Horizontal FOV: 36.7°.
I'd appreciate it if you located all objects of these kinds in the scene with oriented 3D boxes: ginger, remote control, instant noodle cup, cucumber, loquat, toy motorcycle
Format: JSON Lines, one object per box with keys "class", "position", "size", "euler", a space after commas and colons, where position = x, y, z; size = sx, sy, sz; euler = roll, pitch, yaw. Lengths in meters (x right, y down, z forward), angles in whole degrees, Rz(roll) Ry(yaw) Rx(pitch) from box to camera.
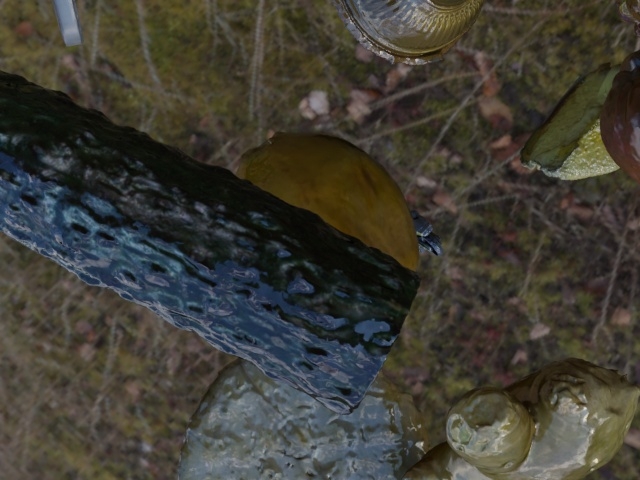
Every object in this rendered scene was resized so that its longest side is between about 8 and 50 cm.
{"class": "ginger", "position": [0.107, 0.155, 0.634], "size": [0.118, 0.065, 0.299], "euler": [-3, 150, -12]}
{"class": "remote control", "position": [-0.265, -0.303, 0.924], "size": [0.077, 0.022, 0.245], "euler": [-122, 21, -52]}
{"class": "instant noodle cup", "position": [0.143, -0.370, 1.279], "size": [0.090, 0.274, 0.274], "euler": [19, 143, 60]}
{"class": "cucumber", "position": [-0.100, -0.022, 0.399], "size": [0.293, 0.067, 0.067], "euler": [26, 142, 9]}
{"class": "loquat", "position": [0.000, 0.000, 0.967], "size": [0.234, 0.187, 0.176], "euler": [50, 157, -19]}
{"class": "toy motorcycle", "position": [0.155, -0.037, 1.791], "size": [0.124, 0.061, 0.193], "euler": [50, 173, -33]}

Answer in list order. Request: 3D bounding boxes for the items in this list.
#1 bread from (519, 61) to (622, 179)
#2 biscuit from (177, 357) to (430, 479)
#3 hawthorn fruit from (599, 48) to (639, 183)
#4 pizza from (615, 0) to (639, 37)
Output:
{"class": "bread", "position": [0.506, -0.196, 1.773], "size": [0.133, 0.252, 0.174], "euler": [38, 179, -20]}
{"class": "biscuit", "position": [-0.013, 0.189, 0.791], "size": [0.220, 0.220, 0.033], "euler": [36, -177, 6]}
{"class": "hawthorn fruit", "position": [0.471, -0.155, 1.139], "size": [0.261, 0.258, 0.258], "euler": [11, 153, -26]}
{"class": "pizza", "position": [0.307, -0.186, 0.832], "size": [0.246, 0.058, 0.127], "euler": [32, -167, -37]}
